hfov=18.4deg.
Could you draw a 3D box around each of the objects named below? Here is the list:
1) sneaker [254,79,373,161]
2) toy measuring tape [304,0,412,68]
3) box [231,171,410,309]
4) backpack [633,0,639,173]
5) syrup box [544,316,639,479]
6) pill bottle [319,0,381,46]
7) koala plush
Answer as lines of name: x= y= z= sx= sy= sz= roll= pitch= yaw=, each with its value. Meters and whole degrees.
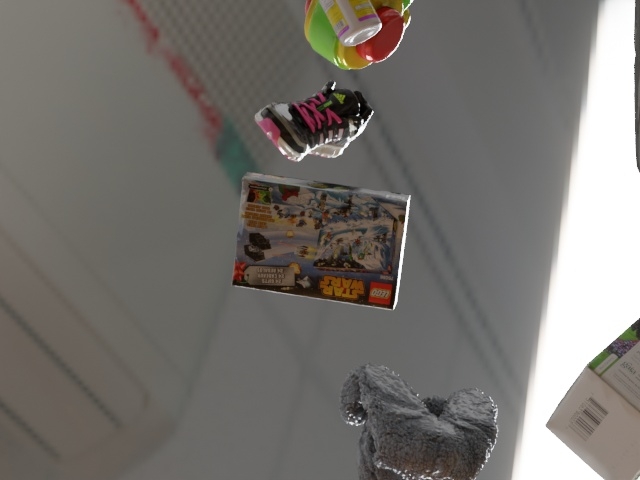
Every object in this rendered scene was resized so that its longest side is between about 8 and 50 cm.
sneaker: x=-0.002 y=-0.122 z=1.919 sx=0.063 sy=0.075 sz=0.170 roll=54 pitch=-158 yaw=16
toy measuring tape: x=0.006 y=-0.260 z=2.273 sx=0.330 sy=0.121 sz=0.121 roll=0 pitch=-86 yaw=-58
box: x=0.000 y=0.000 z=1.609 sx=0.027 sy=0.137 sz=0.094 roll=-61 pitch=-21 yaw=-73
backpack: x=0.507 y=-0.162 z=2.069 sx=0.273 sy=0.356 sz=0.290 roll=82 pitch=-170 yaw=-67
syrup box: x=0.312 y=0.110 z=1.740 sx=0.237 sy=0.096 sz=0.093 roll=-36 pitch=-18 yaw=-41
pill bottle: x=0.022 y=-0.229 z=1.868 sx=0.083 sy=0.043 sz=0.043 roll=63 pitch=-160 yaw=11
koala plush: x=0.100 y=0.292 z=2.337 sx=0.203 sy=0.196 sz=0.221 roll=-98 pitch=25 yaw=-71
